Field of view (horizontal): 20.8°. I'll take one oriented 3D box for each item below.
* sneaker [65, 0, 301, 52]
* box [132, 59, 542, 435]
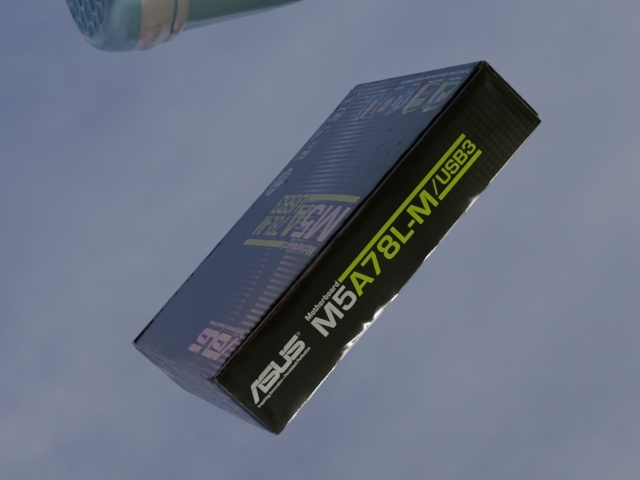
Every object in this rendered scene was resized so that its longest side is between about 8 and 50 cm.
[{"bbox_3d":[-0.038,-0.250,0.825,0.208,0.127,0.319,-9,-97,-19],"label":"sneaker"},{"bbox_3d":[0.000,0.000,0.824,0.184,0.045,0.191,-47,-167,-10],"label":"box"}]
